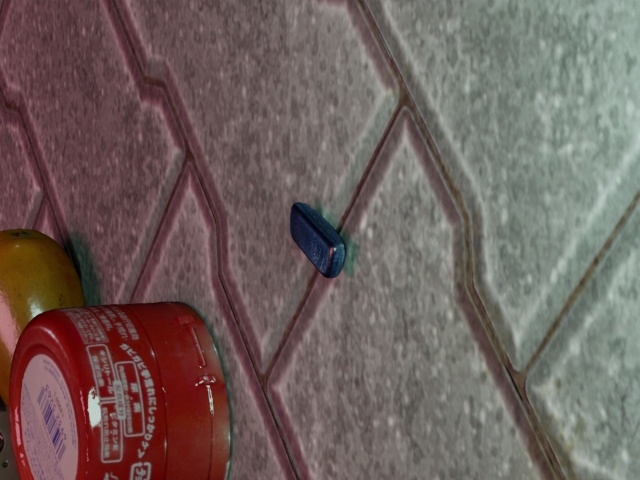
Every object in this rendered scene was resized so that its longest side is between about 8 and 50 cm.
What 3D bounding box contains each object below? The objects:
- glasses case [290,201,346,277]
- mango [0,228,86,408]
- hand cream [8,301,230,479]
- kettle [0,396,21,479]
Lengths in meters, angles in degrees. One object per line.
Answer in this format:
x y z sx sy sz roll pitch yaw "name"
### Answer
0.000 0.000 1.586 0.083 0.023 0.033 -131 40 -53 "glasses case"
-0.308 0.093 2.104 0.151 0.120 0.221 -45 60 60 "mango"
-0.192 0.168 1.850 0.230 0.149 0.230 7 99 60 "hand cream"
-0.399 0.249 2.291 0.243 0.160 0.210 124 154 -59 "kettle"
